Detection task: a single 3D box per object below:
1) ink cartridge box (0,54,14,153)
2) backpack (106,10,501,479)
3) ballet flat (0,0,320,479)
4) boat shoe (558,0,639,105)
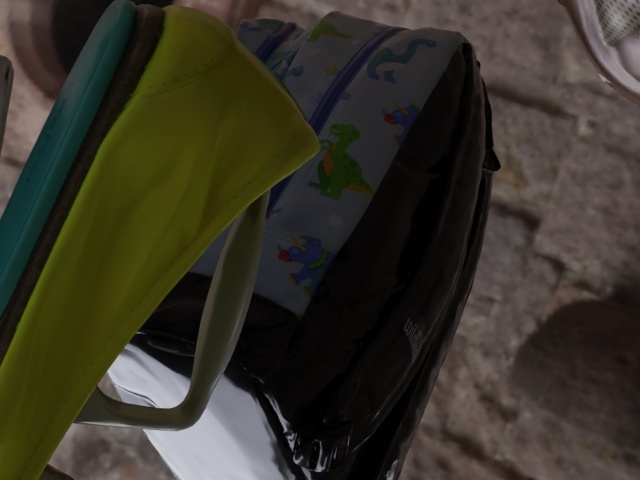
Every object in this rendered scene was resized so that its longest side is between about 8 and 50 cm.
[{"bbox_3d":[-0.281,-0.045,0.520,0.201,0.117,0.278,5,-172,-44],"label":"ink cartridge box"},{"bbox_3d":[0.000,0.000,0.911,0.273,0.355,0.290,23,152,30],"label":"backpack"},{"bbox_3d":[-0.076,0.047,0.356,0.077,0.231,0.077,32,-179,-23],"label":"ballet flat"},{"bbox_3d":[0.099,-0.115,0.263,0.116,0.123,0.324,37,160,11],"label":"boat shoe"}]
